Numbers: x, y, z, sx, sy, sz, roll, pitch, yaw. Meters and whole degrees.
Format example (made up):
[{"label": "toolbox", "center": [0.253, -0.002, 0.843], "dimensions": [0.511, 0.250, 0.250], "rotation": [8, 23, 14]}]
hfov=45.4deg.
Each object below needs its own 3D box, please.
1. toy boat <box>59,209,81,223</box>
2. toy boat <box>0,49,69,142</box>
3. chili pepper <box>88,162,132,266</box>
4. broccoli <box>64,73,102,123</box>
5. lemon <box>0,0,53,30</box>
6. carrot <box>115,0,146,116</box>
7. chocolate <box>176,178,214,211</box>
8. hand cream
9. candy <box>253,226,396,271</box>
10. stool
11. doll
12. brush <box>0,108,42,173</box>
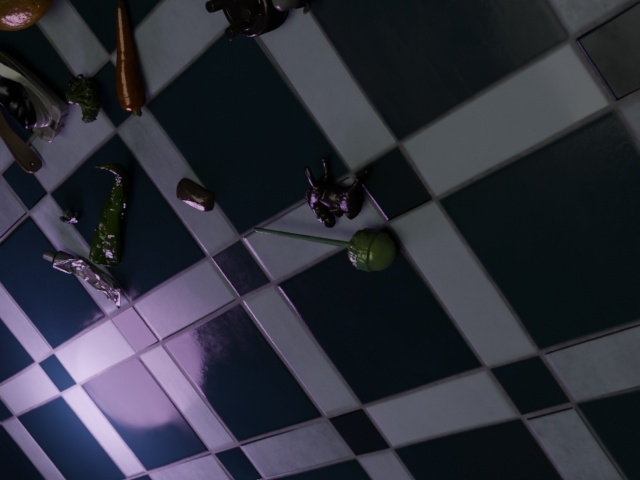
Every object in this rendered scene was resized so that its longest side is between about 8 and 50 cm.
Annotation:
[{"label": "toy boat", "center": [-0.664, -0.065, 2.022], "dimensions": [0.083, 0.038, 0.038], "rotation": [-9, 113, 37]}, {"label": "toy boat", "center": [-0.740, -0.350, 1.835], "dimensions": [0.269, 0.141, 0.141], "rotation": [33, 132, -7]}, {"label": "chili pepper", "center": [-0.524, -0.069, 1.905], "dimensions": [0.084, 0.076, 0.359], "rotation": [14, 133, -7]}, {"label": "broccoli", "center": [-0.544, -0.322, 1.746], "dimensions": [0.095, 0.092, 0.097], "rotation": [33, 122, 36]}, {"label": "lemon", "center": [-0.660, -0.543, 1.636], "dimensions": [0.207, 0.170, 0.170], "rotation": [-19, 106, 36]}, {"label": "carrot", "center": [-0.422, -0.391, 1.651], "dimensions": [0.061, 0.061, 0.257], "rotation": [10, 119, 28]}, {"label": "chocolate", "center": [-0.294, -0.098, 1.766], "dimensions": [0.100, 0.031, 0.065], "rotation": [29, 134, 13]}, {"label": "hand cream", "center": [-0.652, 0.095, 2.108], "dimensions": [0.257, 0.050, 0.084], "rotation": [28, 132, 8]}, {"label": "candy", "center": [0.000, 0.000, 1.596], "dimensions": [0.335, 0.093, 0.092], "rotation": [11, 133, 29]}, {"label": "stool", "center": [-0.108, -0.434, 1.379], "dimensions": [0.217, 0.121, 0.125], "rotation": [4, 118, 37]}, {"label": "doll", "center": [0.028, -0.087, 1.549], "dimensions": [0.139, 0.057, 0.165], "rotation": [18, 135, 21]}, {"label": "brush", "center": [-0.842, -0.305, 1.977], "dimensions": [0.327, 0.070, 0.065], "rotation": [52, 150, -7]}]
